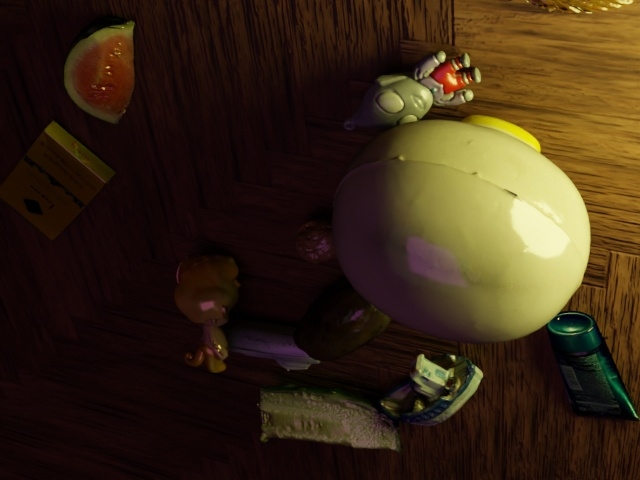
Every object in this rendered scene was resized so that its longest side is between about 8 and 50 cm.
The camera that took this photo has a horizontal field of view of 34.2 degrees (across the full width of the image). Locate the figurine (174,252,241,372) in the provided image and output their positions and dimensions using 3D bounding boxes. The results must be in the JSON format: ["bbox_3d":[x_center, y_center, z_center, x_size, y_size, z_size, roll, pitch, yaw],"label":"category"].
[{"bbox_3d":[-0.216,0.136,2.015,0.156,0.131,0.246,-140,44,-62],"label":"figurine"}]

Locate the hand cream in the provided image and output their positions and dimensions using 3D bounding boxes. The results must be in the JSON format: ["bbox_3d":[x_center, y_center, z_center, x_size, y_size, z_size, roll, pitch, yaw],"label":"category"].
[{"bbox_3d":[0.462,0.229,1.792,0.120,0.061,0.270,-1,135,32],"label":"hand cream"}]

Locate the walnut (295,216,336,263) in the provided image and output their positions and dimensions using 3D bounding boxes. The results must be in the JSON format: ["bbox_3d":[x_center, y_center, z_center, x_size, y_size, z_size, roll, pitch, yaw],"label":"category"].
[{"bbox_3d":[0.000,0.000,1.813,0.096,0.079,0.082,-18,118,40],"label":"walnut"}]

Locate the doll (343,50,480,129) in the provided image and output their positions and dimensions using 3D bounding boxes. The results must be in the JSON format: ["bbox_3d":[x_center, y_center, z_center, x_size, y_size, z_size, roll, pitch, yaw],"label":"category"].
[{"bbox_3d":[0.128,-0.213,1.542,0.227,0.075,0.102,-21,128,28],"label":"doll"}]

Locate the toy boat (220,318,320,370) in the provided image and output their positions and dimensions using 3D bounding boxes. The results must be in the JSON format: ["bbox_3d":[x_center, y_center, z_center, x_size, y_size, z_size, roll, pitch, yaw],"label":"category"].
[{"bbox_3d":[-0.109,0.208,2.078,0.260,0.078,0.085,7,119,23],"label":"toy boat"}]

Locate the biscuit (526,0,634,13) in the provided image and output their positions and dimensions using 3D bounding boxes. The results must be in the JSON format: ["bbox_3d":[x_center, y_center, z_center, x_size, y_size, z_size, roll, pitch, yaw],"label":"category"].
[{"bbox_3d":[0.308,-0.417,1.262,0.318,0.040,0.318,15,136,15],"label":"biscuit"}]

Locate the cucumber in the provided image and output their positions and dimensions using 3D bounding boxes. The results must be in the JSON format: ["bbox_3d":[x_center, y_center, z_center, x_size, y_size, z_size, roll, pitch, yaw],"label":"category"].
[{"bbox_3d":[0.028,0.360,2.135,0.325,0.105,0.145,2,104,28],"label":"cucumber"}]

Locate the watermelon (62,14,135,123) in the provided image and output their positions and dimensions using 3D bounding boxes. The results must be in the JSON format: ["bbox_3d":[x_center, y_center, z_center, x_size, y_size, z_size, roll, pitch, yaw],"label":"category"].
[{"bbox_3d":[-0.373,-0.289,1.771,0.119,0.063,0.245,17,138,-5],"label":"watermelon"}]

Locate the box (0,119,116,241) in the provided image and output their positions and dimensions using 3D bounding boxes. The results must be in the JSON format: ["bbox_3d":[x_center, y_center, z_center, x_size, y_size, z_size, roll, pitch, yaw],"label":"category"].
[{"bbox_3d":[-0.524,-0.110,2.036,0.153,0.041,0.279,41,138,-13],"label":"box"}]

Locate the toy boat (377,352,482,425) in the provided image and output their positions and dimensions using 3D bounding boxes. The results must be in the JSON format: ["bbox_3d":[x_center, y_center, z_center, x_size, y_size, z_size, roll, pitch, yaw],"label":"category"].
[{"bbox_3d":[0.191,0.272,1.935,0.115,0.114,0.262,25,144,-13],"label":"toy boat"}]

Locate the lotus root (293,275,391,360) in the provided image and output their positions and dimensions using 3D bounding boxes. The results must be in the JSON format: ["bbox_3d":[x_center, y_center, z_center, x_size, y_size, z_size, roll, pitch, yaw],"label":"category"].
[{"bbox_3d":[0.044,0.142,1.892,0.123,0.124,0.241,46,137,-2],"label":"lotus root"}]

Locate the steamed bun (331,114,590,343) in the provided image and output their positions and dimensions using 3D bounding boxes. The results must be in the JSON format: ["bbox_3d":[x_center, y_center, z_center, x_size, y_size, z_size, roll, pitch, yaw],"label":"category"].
[{"bbox_3d":[0.200,-0.012,1.516,0.374,0.334,0.334,25,138,5],"label":"steamed bun"}]
